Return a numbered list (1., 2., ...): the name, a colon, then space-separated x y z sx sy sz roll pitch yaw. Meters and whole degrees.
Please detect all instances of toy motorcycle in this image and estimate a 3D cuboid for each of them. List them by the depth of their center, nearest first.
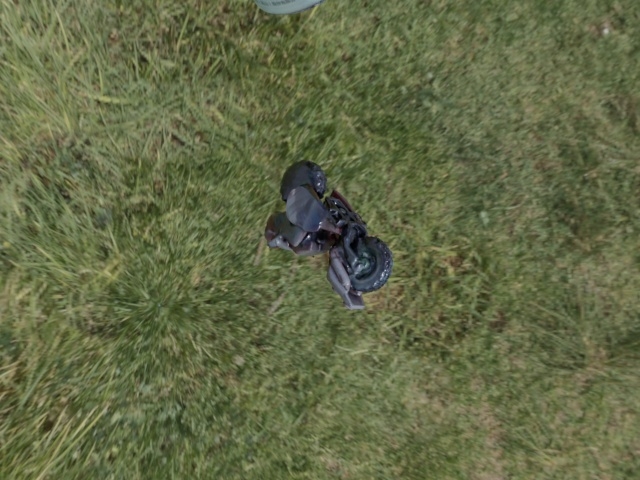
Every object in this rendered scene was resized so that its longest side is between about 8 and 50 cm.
1. toy motorcycle: -0.001 0.000 0.993 0.082 0.213 0.122 6 126 -46

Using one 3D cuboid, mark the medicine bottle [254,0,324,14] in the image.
1. medicine bottle: -0.053 -0.370 0.965 0.135 0.135 0.168 -45 138 -11
